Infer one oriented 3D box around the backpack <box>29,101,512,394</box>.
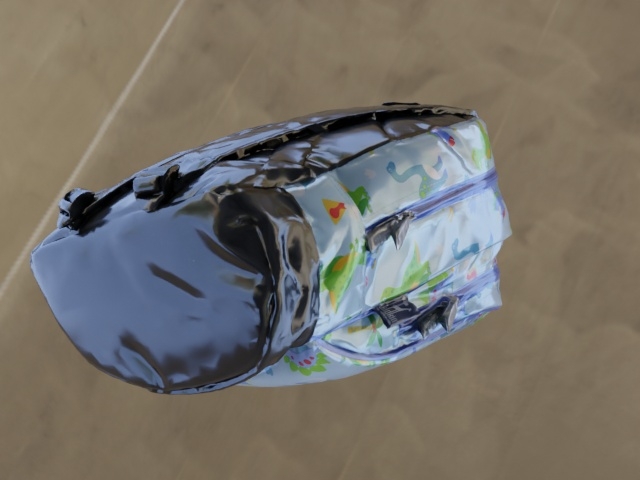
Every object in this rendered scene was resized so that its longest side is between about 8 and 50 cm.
[{"bbox_3d":[0.000,0.000,0.867,0.355,0.290,0.273,-40,-72,-42],"label":"backpack"}]
